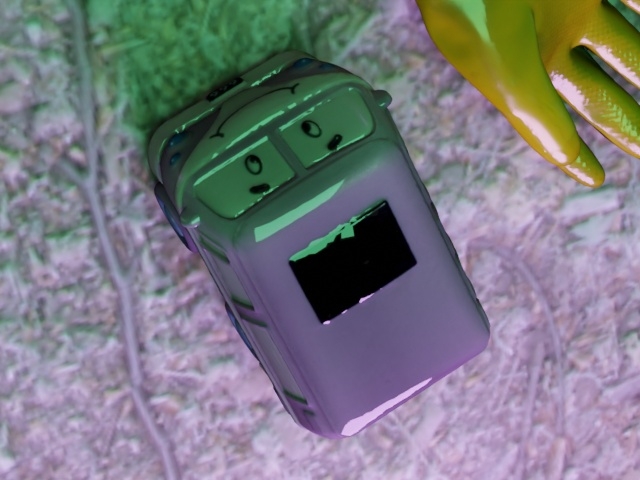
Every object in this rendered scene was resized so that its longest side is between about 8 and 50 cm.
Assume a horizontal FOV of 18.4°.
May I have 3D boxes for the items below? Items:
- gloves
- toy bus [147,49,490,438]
[{"bbox_3d":[0.137,-0.144,1.218,0.133,0.116,0.294,-45,126,8],"label":"gloves"},{"bbox_3d":[0.000,0.000,1.185,0.142,0.142,0.202,-32,118,-7],"label":"toy bus"}]
